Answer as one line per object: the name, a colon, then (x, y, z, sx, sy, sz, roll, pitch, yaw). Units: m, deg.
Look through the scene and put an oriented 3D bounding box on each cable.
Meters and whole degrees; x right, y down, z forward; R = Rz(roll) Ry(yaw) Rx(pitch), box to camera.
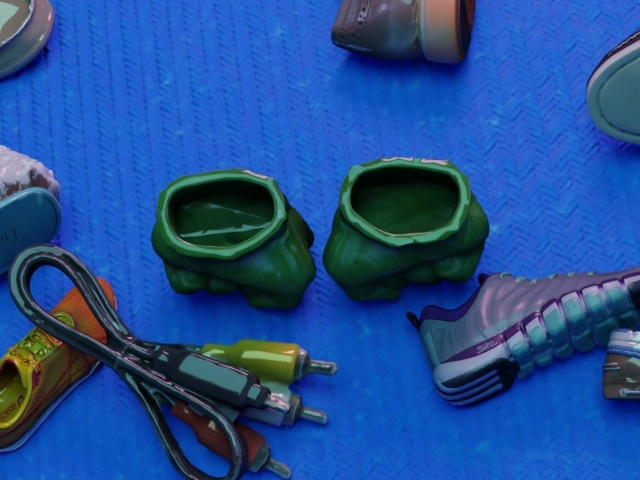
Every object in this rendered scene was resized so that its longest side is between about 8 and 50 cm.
cable: (-0.136, 0.110, 1.495, 0.287, 0.072, 0.139, 23, 83, 12)

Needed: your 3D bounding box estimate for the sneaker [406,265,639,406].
sneaker: (0.183, 0.047, 1.491, 0.224, 0.083, 0.098, -23, 59, -4)

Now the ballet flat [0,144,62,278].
ballet flat: (-0.403, 0.037, 1.514, 0.409, 0.147, 0.147, -32, 63, -29)

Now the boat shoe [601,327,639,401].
boat shoe: (0.314, 0.125, 1.451, 0.183, 0.066, 0.066, 15, 84, 11)

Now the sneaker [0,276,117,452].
sneaker: (-0.229, 0.100, 1.518, 0.064, 0.067, 0.175, 26, 68, 20)

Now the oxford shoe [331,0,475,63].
oxford shoe: (0.080, -0.332, 1.666, 0.133, 0.130, 0.363, 1, 64, 14)

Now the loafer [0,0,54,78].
loafer: (-0.381, -0.203, 1.670, 0.269, 0.092, 0.101, -2, 64, 5)

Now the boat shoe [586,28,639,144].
boat shoe: (0.381, -0.184, 1.569, 0.340, 0.127, 0.113, -23, 34, 3)

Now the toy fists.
toy fists: (0.000, 0.000, 1.502, 0.279, 0.142, 0.096, -5, 75, 4)
